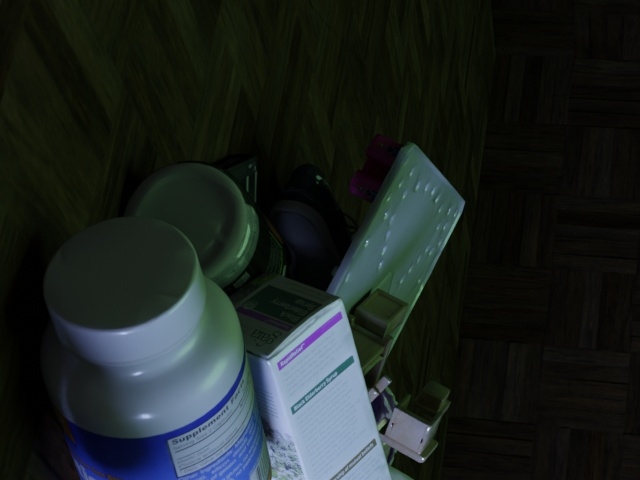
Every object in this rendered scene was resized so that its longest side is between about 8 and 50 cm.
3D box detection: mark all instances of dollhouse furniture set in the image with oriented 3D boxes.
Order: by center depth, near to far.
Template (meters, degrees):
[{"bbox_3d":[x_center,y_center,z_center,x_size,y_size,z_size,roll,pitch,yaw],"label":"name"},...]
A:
[{"bbox_3d":[0.077,0.163,1.711,0.182,0.161,0.101,-38,151,-54],"label":"dollhouse furniture set"}]

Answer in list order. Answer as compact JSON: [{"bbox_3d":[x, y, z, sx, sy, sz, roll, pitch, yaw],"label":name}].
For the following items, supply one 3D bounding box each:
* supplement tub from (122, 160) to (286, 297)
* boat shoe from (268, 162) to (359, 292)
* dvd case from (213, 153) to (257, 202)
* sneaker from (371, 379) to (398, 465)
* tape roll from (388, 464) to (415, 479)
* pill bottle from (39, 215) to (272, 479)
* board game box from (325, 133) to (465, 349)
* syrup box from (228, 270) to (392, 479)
[{"bbox_3d":[-0.096,0.011,1.402,0.190,0.117,0.117,58,38,-70],"label":"supplement tub"},{"bbox_3d":[0.000,0.000,1.924,0.079,0.095,0.254,-67,152,-25],"label":"boat shoe"},{"bbox_3d":[-0.101,0.042,1.603,0.179,0.030,0.238,-40,133,-74],"label":"dvd case"},{"bbox_3d":[0.057,0.317,2.312,0.104,0.095,0.236,0,95,-70],"label":"sneaker"},{"bbox_3d":[0.027,0.409,1.616,0.072,0.392,0.392,-34,-146,46],"label":"tape roll"},{"bbox_3d":[-0.127,0.113,1.209,0.272,0.152,0.152,80,18,-47],"label":"pill bottle"},{"bbox_3d":[0.032,0.087,1.838,0.390,0.050,0.390,-62,164,-1],"label":"board game box"},{"bbox_3d":[-0.017,0.152,1.364,0.096,0.093,0.237,-37,128,-32],"label":"syrup box"}]
